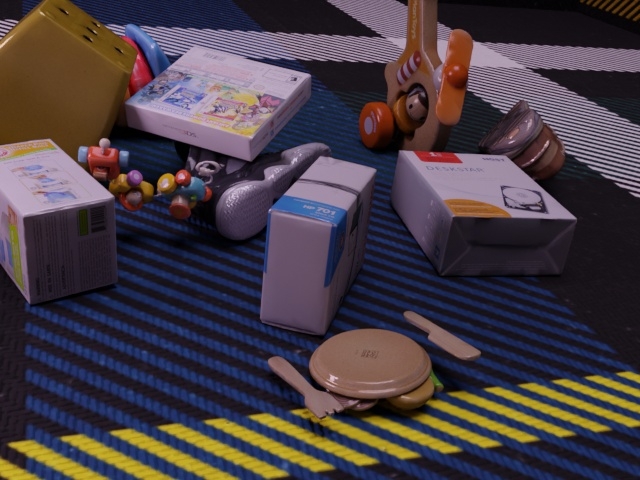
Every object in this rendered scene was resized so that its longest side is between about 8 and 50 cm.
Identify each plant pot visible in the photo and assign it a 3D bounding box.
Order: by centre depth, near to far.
[{"bbox_3d":[-0.377,-0.226,1.151,0.212,0.187,0.212,33,18,-22],"label":"plant pot"}]

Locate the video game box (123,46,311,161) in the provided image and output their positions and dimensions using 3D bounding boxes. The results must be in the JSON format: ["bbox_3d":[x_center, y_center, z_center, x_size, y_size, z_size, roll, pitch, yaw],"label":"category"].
[{"bbox_3d":[-0.143,-0.201,1.157,0.205,0.048,0.187,18,42,19],"label":"video game box"}]

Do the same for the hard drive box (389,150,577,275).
[{"bbox_3d":[0.220,-0.043,1.144,0.181,0.089,0.232,1,26,-15],"label":"hard drive box"}]

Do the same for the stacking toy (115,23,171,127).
[{"bbox_3d":[-0.403,-0.234,1.338,0.301,0.175,0.165,-22,35,-22],"label":"stacking toy"}]

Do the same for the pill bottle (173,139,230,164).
[{"bbox_3d":[-0.162,-0.196,1.315,0.122,0.123,0.219,7,26,-2],"label":"pill bottle"}]

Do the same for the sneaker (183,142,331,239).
[{"bbox_3d":[-0.101,-0.096,1.149,0.153,0.101,0.268,23,32,24],"label":"sneaker"}]

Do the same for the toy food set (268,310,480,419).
[{"bbox_3d":[0.052,0.133,0.811,0.192,0.039,0.132,-14,26,-28],"label":"toy food set"}]

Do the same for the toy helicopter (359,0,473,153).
[{"bbox_3d":[0.180,-0.316,1.385,0.140,0.355,0.235,-4,11,-23],"label":"toy helicopter"}]

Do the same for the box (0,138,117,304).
[{"bbox_3d":[-0.327,-0.030,0.941,0.103,0.114,0.203,-15,34,-34],"label":"box"}]

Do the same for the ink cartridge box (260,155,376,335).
[{"bbox_3d":[0.000,0.000,0.938,0.082,0.140,0.191,13,26,13],"label":"ink cartridge box"}]

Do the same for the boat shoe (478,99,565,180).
[{"bbox_3d":[0.362,-0.166,1.431,0.116,0.123,0.324,43,19,-4],"label":"boat shoe"}]

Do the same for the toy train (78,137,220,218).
[{"bbox_3d":[-0.210,-0.068,0.983,0.166,0.125,0.046,7,65,-12],"label":"toy train"}]
